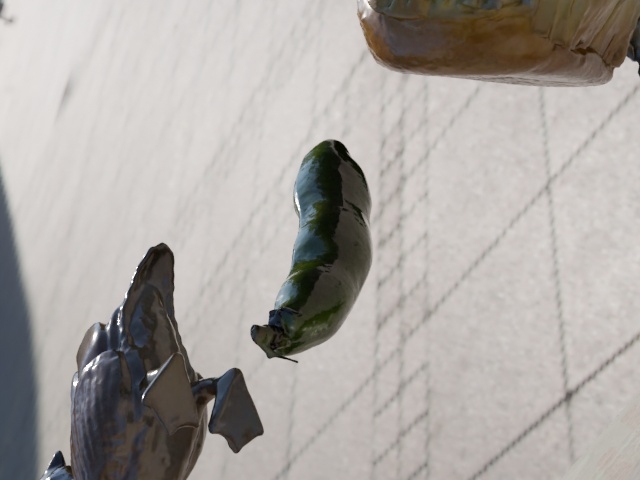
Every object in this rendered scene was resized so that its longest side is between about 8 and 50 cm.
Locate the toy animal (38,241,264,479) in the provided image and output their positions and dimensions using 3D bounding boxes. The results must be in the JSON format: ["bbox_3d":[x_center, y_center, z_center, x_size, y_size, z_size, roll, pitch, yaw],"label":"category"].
[{"bbox_3d":[-0.123,0.101,0.820,0.179,0.089,0.188,-27,53,41],"label":"toy animal"}]

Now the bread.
[{"bbox_3d":[0.178,-0.228,1.299,0.236,0.388,0.183,23,100,30],"label":"bread"}]

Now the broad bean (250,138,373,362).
[{"bbox_3d":[0.004,0.002,0.870,0.254,0.065,0.046,-76,8,-57],"label":"broad bean"}]

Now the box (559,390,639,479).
[{"bbox_3d":[0.131,0.224,0.754,0.310,0.084,0.198,-48,-5,3],"label":"box"}]
